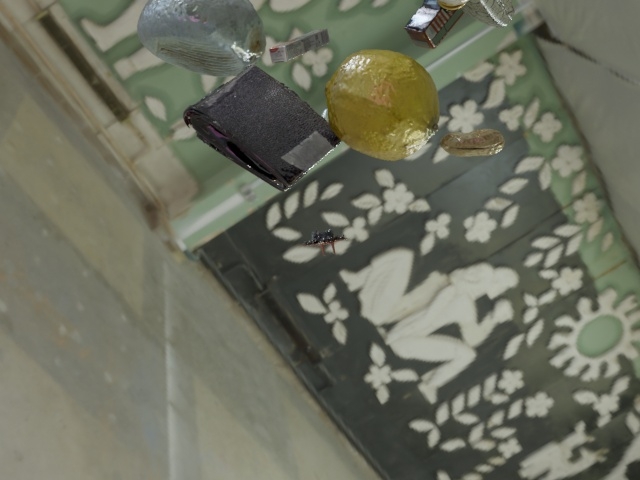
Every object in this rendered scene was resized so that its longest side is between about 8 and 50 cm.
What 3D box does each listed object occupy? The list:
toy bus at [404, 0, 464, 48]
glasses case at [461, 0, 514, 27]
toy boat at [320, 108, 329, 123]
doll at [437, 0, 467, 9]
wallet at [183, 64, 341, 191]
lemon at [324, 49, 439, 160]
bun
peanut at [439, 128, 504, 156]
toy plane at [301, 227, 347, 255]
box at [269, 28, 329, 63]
[{"bbox_3d":[0.386,-0.701,2.195,0.093,0.409,0.092,26,-17,47],"label":"toy bus"},{"bbox_3d":[0.318,-0.540,1.687,0.137,0.085,0.354,37,12,25],"label":"glasses case"},{"bbox_3d":[0.172,-0.346,2.147,0.330,0.215,0.123,-4,59,-32],"label":"toy boat"},{"bbox_3d":[0.169,-0.343,1.006,0.073,0.084,0.127,22,1,11],"label":"doll"},{"bbox_3d":[-0.109,-0.226,1.596,0.262,0.071,0.221,36,46,9],"label":"wallet"},{"bbox_3d":[0.112,-0.244,1.432,0.231,0.192,0.192,25,-7,21],"label":"lemon"},{"bbox_3d":[-0.314,-0.578,2.164,0.361,0.211,0.362,15,-3,1],"label":"bun"},{"bbox_3d":[0.413,-0.267,2.176,0.080,0.174,0.080,-1,90,-82],"label":"peanut"},{"bbox_3d":[0.000,-0.003,2.203,0.189,0.130,0.061,-149,-130,-70],"label":"toy plane"},{"bbox_3d":[-0.052,-0.507,2.073,0.218,0.055,0.040,-38,122,-49],"label":"box"}]
